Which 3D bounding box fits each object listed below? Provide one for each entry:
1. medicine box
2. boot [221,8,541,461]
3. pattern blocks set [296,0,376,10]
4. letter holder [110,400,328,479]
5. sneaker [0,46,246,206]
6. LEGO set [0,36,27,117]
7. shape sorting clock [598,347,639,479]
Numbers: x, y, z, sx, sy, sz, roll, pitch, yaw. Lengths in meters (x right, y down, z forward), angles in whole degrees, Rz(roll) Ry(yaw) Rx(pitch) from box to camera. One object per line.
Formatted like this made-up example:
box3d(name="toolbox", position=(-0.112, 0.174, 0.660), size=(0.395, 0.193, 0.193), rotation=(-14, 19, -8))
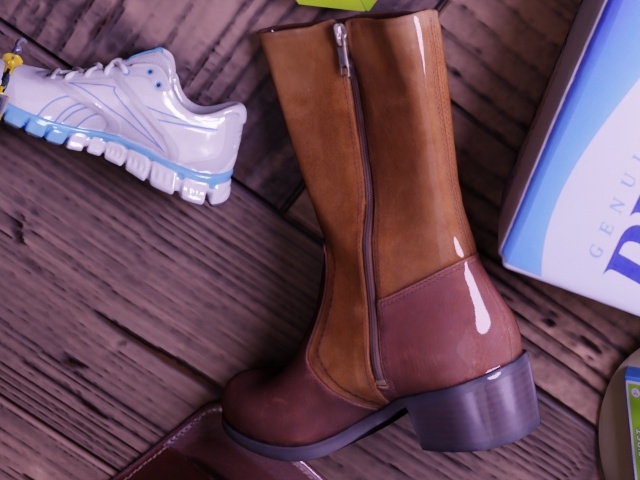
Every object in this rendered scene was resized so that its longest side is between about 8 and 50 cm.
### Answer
box3d(name="medicine box", position=(0.285, -0.074, 1.084), size=(0.289, 0.149, 0.263), rotation=(19, 117, -2))
box3d(name="boot", position=(0.000, 0.000, 1.183), size=(0.264, 0.096, 0.280), rotation=(-6, 105, 51))
box3d(name="pattern blocks set", position=(0.017, -0.277, 1.093), size=(0.324, 0.026, 0.285), rotation=(12, 116, 2))
box3d(name="letter holder", position=(-0.045, 0.295, 1.304), size=(0.214, 0.152, 0.302), rotation=(-40, 102, 20))
box3d(name="sneaker", position=(-0.136, -0.095, 1.190), size=(0.190, 0.071, 0.083), rotation=(21, 107, -8))
box3d(name="LEGO set", position=(-0.305, -0.139, 1.136), size=(0.255, 0.192, 0.331), rotation=(-2, 98, 3))
box3d(name="shape sorting clock", position=(0.269, 0.157, 1.209), size=(0.206, 0.040, 0.206), rotation=(20, 120, 37))
